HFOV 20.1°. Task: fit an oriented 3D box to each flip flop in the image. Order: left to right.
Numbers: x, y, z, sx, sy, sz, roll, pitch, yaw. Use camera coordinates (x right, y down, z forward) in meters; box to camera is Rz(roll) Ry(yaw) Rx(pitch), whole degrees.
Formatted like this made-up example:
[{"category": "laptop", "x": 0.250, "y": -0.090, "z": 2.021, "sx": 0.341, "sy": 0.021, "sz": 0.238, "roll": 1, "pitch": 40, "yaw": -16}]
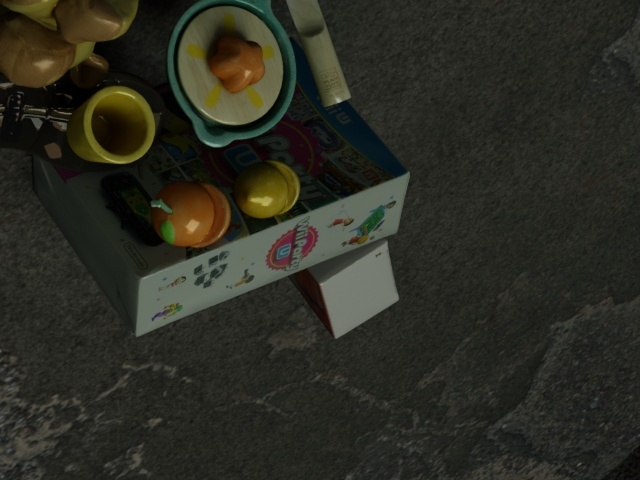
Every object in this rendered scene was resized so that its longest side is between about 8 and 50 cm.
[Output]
[{"category": "flip flop", "x": -0.274, "y": -0.127, "z": 1.668, "sx": 0.277, "sy": 0.080, "sz": 0.112, "roll": 0, "pitch": 129, "yaw": -24}]

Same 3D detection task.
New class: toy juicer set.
[{"category": "toy juicer set", "x": -0.062, "y": -0.131, "z": 1.666, "sx": 0.329, "sy": 0.209, "sz": 0.089, "roll": -47, "pitch": -161, "yaw": -27}]

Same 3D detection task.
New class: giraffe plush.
[{"category": "giraffe plush", "x": -0.229, "y": -0.205, "z": 1.536, "sx": 0.210, "sy": 0.181, "sz": 0.170, "roll": -29, "pitch": 165, "yaw": -51}]

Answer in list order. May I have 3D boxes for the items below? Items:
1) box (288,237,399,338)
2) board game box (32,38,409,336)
[{"category": "box", "x": 0.000, "y": 0.000, "z": 2.023, "sx": 0.091, "sy": 0.170, "sz": 0.130, "roll": -31, "pitch": 148, "yaw": -11}, {"category": "board game box", "x": -0.101, "y": -0.058, "z": 1.790, "sx": 0.303, "sy": 0.224, "sz": 0.097, "roll": -22, "pitch": 144, "yaw": -26}]
